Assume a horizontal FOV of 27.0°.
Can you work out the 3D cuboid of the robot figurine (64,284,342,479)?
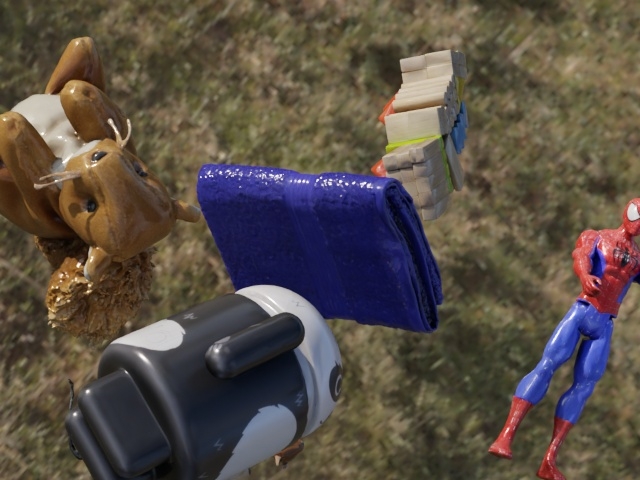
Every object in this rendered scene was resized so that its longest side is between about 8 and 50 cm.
[{"bbox_3d":[-0.107,0.153,1.322,0.278,0.209,0.174,-22,111,-34],"label":"robot figurine"}]

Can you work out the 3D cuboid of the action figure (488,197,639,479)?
[{"bbox_3d":[0.258,0.083,1.221,0.091,0.139,0.280,26,79,-9],"label":"action figure"}]

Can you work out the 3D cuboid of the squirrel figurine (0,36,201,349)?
[{"bbox_3d":[-0.325,-0.046,1.955,0.281,0.397,0.370,-31,40,-26],"label":"squirrel figurine"}]

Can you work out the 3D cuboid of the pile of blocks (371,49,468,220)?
[{"bbox_3d":[0.146,-0.155,2.001,0.362,0.112,0.149,-70,145,-47],"label":"pile of blocks"}]

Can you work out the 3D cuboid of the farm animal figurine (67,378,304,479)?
[{"bbox_3d":[-0.170,0.251,1.685,0.330,0.326,0.172,28,67,-74],"label":"farm animal figurine"}]

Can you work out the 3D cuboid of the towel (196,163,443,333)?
[{"bbox_3d":[0.000,0.000,1.681,0.076,0.308,0.228,-48,131,-39],"label":"towel"}]
